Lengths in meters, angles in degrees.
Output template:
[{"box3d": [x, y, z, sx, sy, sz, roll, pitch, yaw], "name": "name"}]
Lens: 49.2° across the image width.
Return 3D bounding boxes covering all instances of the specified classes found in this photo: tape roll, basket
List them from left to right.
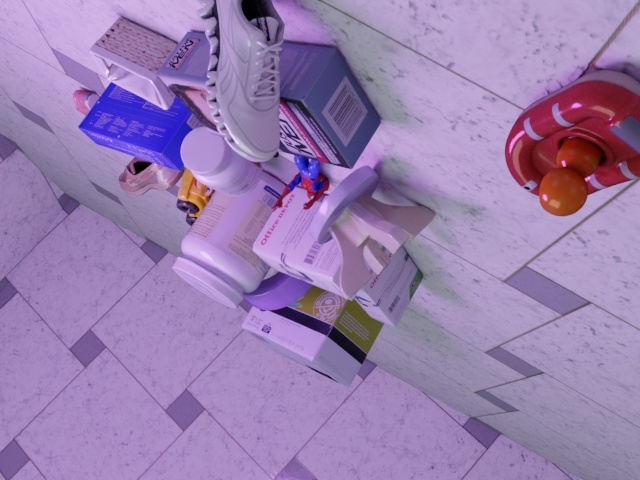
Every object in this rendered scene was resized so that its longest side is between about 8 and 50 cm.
[{"box3d": [-0.365, -0.364, 1.434, 0.167, 0.103, 0.113, 28, 165, 14], "name": "basket"}, {"box3d": [-0.129, 0.055, 1.966, 0.274, 0.275, 0.090, 18, 160, 42], "name": "tape roll"}]

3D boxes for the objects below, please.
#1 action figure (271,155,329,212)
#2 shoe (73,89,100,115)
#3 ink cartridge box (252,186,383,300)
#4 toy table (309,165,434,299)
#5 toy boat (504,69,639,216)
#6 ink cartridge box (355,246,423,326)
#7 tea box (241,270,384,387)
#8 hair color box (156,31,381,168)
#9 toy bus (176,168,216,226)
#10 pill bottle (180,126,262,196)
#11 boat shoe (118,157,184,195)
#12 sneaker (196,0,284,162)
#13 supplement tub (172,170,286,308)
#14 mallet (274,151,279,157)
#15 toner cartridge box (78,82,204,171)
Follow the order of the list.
[{"box3d": [-0.045, -0.128, 1.512, 0.091, 0.139, 0.280, 29, 167, 14], "name": "action figure"}, {"box3d": [-0.654, -0.372, 2.057, 0.081, 0.063, 0.178, 24, 158, 31], "name": "shoe"}, {"box3d": [0.000, 0.000, 1.688, 0.272, 0.198, 0.115, 19, 162, 40], "name": "ink cartridge box"}, {"box3d": [0.090, -0.021, 1.416, 0.161, 0.252, 0.274, 46, 178, 9], "name": "toy table"}, {"box3d": [0.316, -0.096, 0.865, 0.151, 0.151, 0.231, 35, 164, -9], "name": "toy boat"}, {"box3d": [0.154, 0.093, 1.758, 0.092, 0.160, 0.219, 19, 159, 38], "name": "ink cartridge box"}, {"box3d": [-0.003, 0.218, 2.135, 0.329, 0.324, 0.220, 16, 159, 43], "name": "tea box"}, {"box3d": [-0.098, -0.255, 1.243, 0.374, 0.114, 0.185, 20, 161, 39], "name": "hair color box"}, {"box3d": [-0.288, -0.114, 2.030, 0.211, 0.150, 0.220, 13, 158, 14], "name": "toy bus"}, {"box3d": [-0.225, -0.180, 1.589, 0.131, 0.131, 0.229, 28, 180, 14], "name": "pill bottle"}, {"box3d": [-0.568, -0.227, 2.255, 0.341, 0.122, 0.110, -2, 140, 47], "name": "boat shoe"}, {"box3d": [-0.103, -0.261, 1.025, 0.118, 0.110, 0.292, -3, 100, 43], "name": "sneaker"}, {"box3d": [-0.217, -0.009, 1.837, 0.235, 0.325, 0.235, 30, 165, 9], "name": "supplement tub"}, {"box3d": [-0.136, -0.214, 1.502, 0.189, 0.039, 0.062, 41, 178, 39], "name": "mallet"}, {"box3d": [-0.421, -0.285, 1.679, 0.347, 0.165, 0.075, 20, 161, 38], "name": "toner cartridge box"}]
